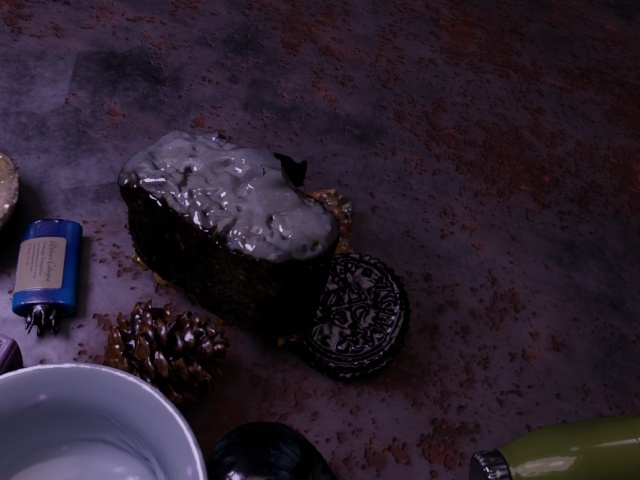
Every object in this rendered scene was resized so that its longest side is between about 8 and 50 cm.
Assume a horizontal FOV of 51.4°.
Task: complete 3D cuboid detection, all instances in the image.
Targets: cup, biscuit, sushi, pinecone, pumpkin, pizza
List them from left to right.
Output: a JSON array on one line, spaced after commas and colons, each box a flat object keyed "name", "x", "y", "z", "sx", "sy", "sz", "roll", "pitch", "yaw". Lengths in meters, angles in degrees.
[{"name": "cup", "x": -0.288, "y": 0.323, "z": 0.719, "sx": 0.347, "sy": 0.163, "sz": 0.347, "roll": 2, "pitch": 51, "yaw": -3}, {"name": "pinecone", "x": -0.201, "y": 0.155, "z": 0.865, "sx": 0.173, "sy": 0.174, "sz": 0.174, "roll": 5, "pitch": 54, "yaw": -7}, {"name": "sushi", "x": -0.122, "y": -0.018, "z": 0.957, "sx": 0.348, "sy": 0.208, "sz": 0.234, "roll": 34, "pitch": 45, "yaw": 26}, {"name": "pumpkin", "x": -0.056, "y": 0.312, "z": 0.770, "sx": 0.140, "sy": 0.202, "sz": 0.202, "roll": -35, "pitch": 57, "yaw": 20}, {"name": "pizza", "x": 0.000, "y": 0.000, "z": 1.077, "sx": 0.185, "sy": 0.052, "sz": 0.195, "roll": -28, "pitch": 65, "yaw": -22}, {"name": "biscuit", "x": 0.041, "y": 0.109, "z": 0.981, "sx": 0.194, "sy": 0.053, "sz": 0.195, "roll": -2, "pitch": 65, "yaw": 4}]

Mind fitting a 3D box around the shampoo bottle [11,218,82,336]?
[{"name": "shampoo bottle", "x": -0.398, "y": 0.052, "z": 0.969, "sx": 0.087, "sy": 0.050, "sz": 0.183, "roll": 0, "pitch": 55, "yaw": -13}]

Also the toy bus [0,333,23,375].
[{"name": "toy bus", "x": -0.460, "y": 0.206, "z": 0.825, "sx": 0.108, "sy": 0.096, "sz": 0.199, "roll": 18, "pitch": 51, "yaw": -3}]

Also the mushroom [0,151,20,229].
[{"name": "mushroom", "x": -0.559, "y": -0.068, "z": 0.897, "sx": 0.232, "sy": 0.302, "sz": 0.208, "roll": -10, "pitch": 90, "yaw": -1}]

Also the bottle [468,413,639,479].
[{"name": "bottle", "x": 0.326, "y": 0.300, "z": 0.881, "sx": 0.260, "sy": 0.112, "sz": 0.112, "roll": -4, "pitch": 56, "yaw": -12}]
